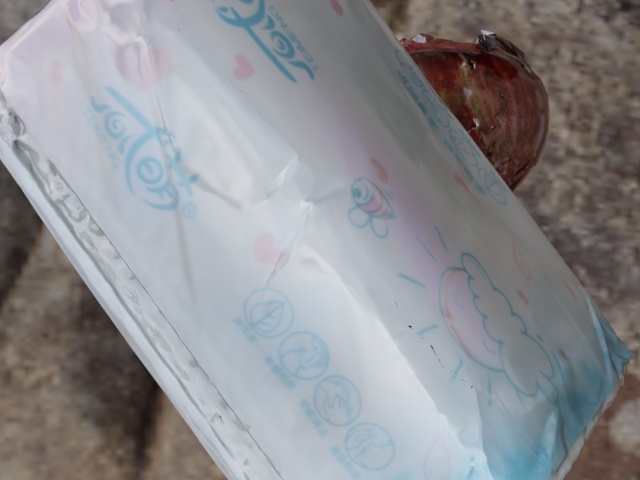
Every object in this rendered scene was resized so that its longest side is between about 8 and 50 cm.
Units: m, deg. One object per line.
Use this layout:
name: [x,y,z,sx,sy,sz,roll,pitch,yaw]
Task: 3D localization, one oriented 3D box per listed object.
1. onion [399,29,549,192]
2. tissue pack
onion: [0.038,-0.041,1.040,0.184,0.184,0.147,-3,89,45]
tissue pack: [0.001,-0.001,0.789,0.124,0.201,0.271,-37,89,22]
